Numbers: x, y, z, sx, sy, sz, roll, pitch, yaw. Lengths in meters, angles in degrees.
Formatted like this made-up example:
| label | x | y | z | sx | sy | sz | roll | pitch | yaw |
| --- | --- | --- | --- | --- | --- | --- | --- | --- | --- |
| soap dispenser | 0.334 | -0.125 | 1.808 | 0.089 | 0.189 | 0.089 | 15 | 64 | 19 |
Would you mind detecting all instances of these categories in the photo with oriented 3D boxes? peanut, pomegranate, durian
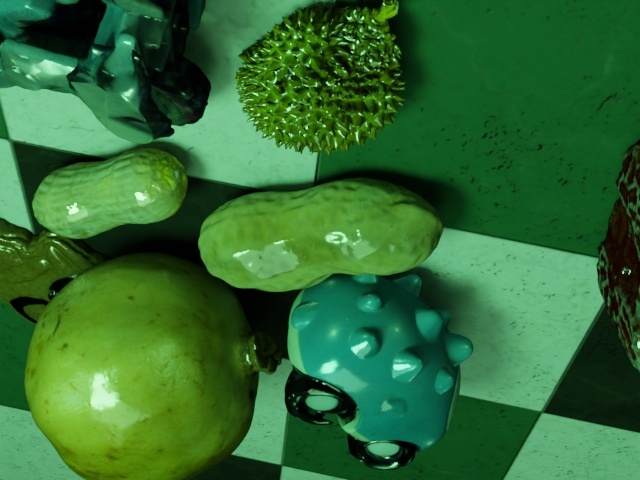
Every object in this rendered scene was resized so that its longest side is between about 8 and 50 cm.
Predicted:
| label | x | y | z | sx | sy | sz | roll | pitch | yaw |
| --- | --- | --- | --- | --- | --- | --- | --- | --- | --- |
| peanut | 0.000 | 0.000 | 1.028 | 0.275 | 0.111 | 0.125 | -5 | 143 | 23 |
| pomegranate | -0.215 | 0.164 | 1.157 | 0.307 | 0.307 | 0.307 | 8 | 142 | 7 |
| peanut | -0.238 | -0.051 | 1.058 | 0.207 | 0.087 | 0.087 | -10 | 137 | 29 |
| durian | 0.010 | -0.143 | 0.858 | 0.146 | 0.102 | 0.208 | 35 | 134 | -17 |

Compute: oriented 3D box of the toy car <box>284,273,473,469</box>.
| label | x | y | z | sx | sy | sz | roll | pitch | yaw |
| --- | --- | --- | --- | --- | --- | --- | --- | --- | --- |
| toy car | 0.080 | 0.139 | 1.120 | 0.190 | 0.188 | 0.255 | -26 | 128 | 30 |

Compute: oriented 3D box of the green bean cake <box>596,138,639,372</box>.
| label | x | y | z | sx | sy | sz | roll | pitch | yaw |
| --- | --- | --- | --- | --- | --- | --- | --- | --- | --- |
| green bean cake | 0.338 | 0.006 | 0.919 | 0.097 | 0.198 | 0.232 | 0 | 125 | 4 |

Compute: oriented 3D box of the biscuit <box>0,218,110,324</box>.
| label | x | y | z | sx | sy | sz | roll | pitch | yaw |
| --- | --- | --- | --- | --- | --- | --- | --- | --- | --- |
| biscuit | -0.347 | 0.069 | 1.278 | 0.208 | 0.041 | 0.290 | -19 | 132 | 34 |

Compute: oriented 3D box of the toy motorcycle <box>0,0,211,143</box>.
| label | x | y | z | sx | sy | sz | roll | pitch | yaw |
| --- | --- | --- | --- | --- | --- | --- | --- | --- | --- |
| toy motorcycle | -0.206 | -0.197 | 0.762 | 0.232 | 0.172 | 0.416 | 17 | 166 | -1 |
